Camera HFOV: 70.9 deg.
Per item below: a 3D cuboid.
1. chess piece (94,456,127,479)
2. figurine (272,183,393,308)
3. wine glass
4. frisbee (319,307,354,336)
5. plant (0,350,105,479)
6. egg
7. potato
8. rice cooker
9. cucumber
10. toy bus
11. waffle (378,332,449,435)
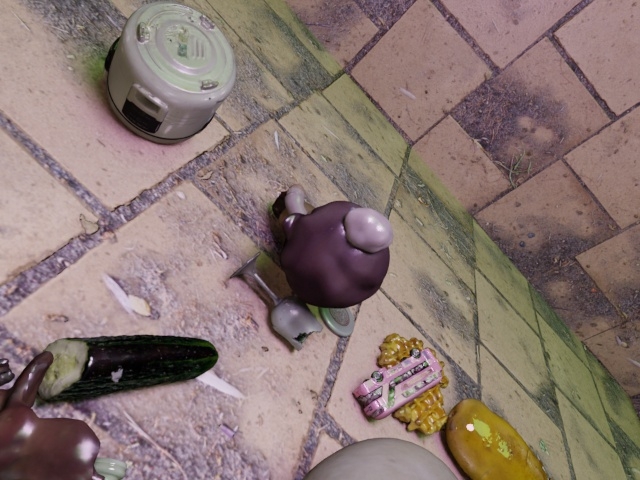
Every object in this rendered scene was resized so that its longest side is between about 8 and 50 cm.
[{"bbox_3d":[-0.250,0.294,0.496,0.042,0.042,0.093,35,40,-27],"label":"chess piece"},{"bbox_3d":[0.017,-0.009,0.924,0.365,0.206,0.218,-110,-179,-61],"label":"figurine"},{"bbox_3d":[-0.082,0.119,0.865,0.195,0.079,0.079,49,31,-2],"label":"wine glass"},{"bbox_3d":[0.039,0.170,1.035,0.110,0.014,0.110,33,35,-27],"label":"frisbee"},{"bbox_3d":[-0.331,0.171,0.370,0.234,0.204,0.178,3,64,-39],"label":"plant"},{"bbox_3d":[0.076,0.410,0.599,0.352,0.258,0.258,4,55,-52],"label":"egg"},{"bbox_3d":[0.415,0.511,1.060,0.300,0.140,0.173,46,38,2],"label":"potato"},{"bbox_3d":[-0.299,-0.316,0.881,0.226,0.244,0.226,8,76,-33],"label":"rice cooker"},{"bbox_3d":[-0.243,0.163,0.612,0.241,0.074,0.074,11,50,-52],"label":"cucumber"},{"bbox_3d":[0.169,0.300,0.952,0.203,0.063,0.090,-17,62,-31],"label":"toy bus"},{"bbox_3d":[0.233,0.343,1.074,0.249,0.056,0.253,28,36,-31],"label":"waffle"}]
